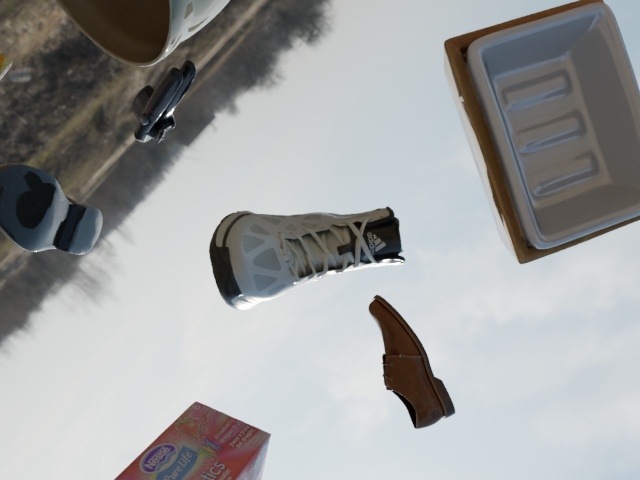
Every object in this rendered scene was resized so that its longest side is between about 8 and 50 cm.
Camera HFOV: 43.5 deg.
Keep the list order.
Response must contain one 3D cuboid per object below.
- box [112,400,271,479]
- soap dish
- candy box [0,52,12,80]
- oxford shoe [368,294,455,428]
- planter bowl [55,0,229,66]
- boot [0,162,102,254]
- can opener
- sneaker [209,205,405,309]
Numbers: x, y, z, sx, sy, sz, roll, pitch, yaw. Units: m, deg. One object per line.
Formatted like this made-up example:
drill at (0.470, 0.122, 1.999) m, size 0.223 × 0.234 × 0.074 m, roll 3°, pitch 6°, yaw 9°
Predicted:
box at (-0.204, 0.383, 1.145) m, size 0.300 × 0.142 × 0.154 m, roll -41°, pitch 148°, yaw -60°
soap dish at (0.295, -0.141, 1.025) m, size 0.229 × 0.290 × 0.118 m, roll -20°, pitch -179°, yaw -13°
candy box at (-0.527, -0.241, 0.898) m, size 0.087 × 0.316 × 0.183 m, roll -42°, pitch -155°, yaw 22°
oxford shoe at (0.119, 0.182, 1.198) m, size 0.076 × 0.212 × 0.076 m, roll -27°, pitch 174°, yaw -10°
planter bowl at (-0.087, -0.189, 0.419) m, size 0.109 × 0.162 × 0.162 m, roll -39°, pitch -171°, yaw -26°
boot at (-0.440, -0.048, 1.193) m, size 0.305 × 0.115 × 0.112 m, roll 61°, pitch 51°, yaw -77°
can opener at (-0.221, -0.190, 1.109) m, size 0.059 × 0.073 × 0.186 m, roll -51°, pitch -169°, yaw -31°
sneaker at (0.000, -0.001, 1.429) m, size 0.258 × 0.169 × 0.447 m, roll -13°, pitch -178°, yaw 23°
